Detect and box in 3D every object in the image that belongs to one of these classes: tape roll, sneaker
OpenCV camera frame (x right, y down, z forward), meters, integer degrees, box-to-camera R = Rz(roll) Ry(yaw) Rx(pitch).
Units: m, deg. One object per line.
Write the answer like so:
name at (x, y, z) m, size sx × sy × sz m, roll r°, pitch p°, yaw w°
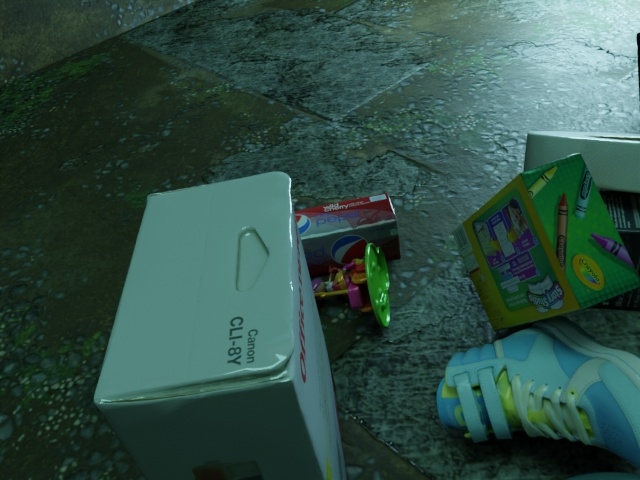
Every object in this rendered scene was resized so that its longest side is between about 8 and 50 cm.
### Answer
tape roll at (0.519, -0.126, 0.979) m, size 0.391 × 0.072 × 0.392 m, roll 2°, pitch 12°, yaw 0°
sneaker at (0.250, 0.196, 0.711) m, size 0.208 × 0.127 × 0.319 m, roll -18°, pitch 7°, yaw -1°

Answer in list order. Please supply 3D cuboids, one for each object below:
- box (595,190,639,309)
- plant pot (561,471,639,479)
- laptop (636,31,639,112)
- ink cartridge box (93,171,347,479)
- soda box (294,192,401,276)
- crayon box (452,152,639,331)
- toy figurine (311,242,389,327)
box at (0.396, 0.015, 0.914) m, size 0.158 × 0.156 × 0.093 m, roll 2°, pitch 43°, yaw 16°
plant pot at (0.279, 0.324, 0.549) m, size 0.290 × 0.195 × 0.290 m, roll -6°, pitch 40°, yaw 5°
laptop at (0.761, -0.298, 1.208) m, size 0.234 × 0.265 × 0.136 m, roll -4°, pitch 4°, yaw 8°
ink cartridge box at (-0.073, 0.162, 0.672) m, size 0.160 × 0.385 × 0.279 m, roll -9°, pitch 40°, yaw 3°
soda box at (0.000, 0.000, 1.072) m, size 0.263 × 0.092 × 0.083 m, roll -11°, pitch 41°, yaw 0°
crayon box at (0.274, 0.018, 0.813) m, size 0.081 × 0.278 × 0.165 m, roll -19°, pitch 79°, yaw -9°
toy figurine at (0.019, 0.074, 0.984) m, size 0.159 × 0.130 × 0.173 m, roll -11°, pitch 17°, yaw 15°
